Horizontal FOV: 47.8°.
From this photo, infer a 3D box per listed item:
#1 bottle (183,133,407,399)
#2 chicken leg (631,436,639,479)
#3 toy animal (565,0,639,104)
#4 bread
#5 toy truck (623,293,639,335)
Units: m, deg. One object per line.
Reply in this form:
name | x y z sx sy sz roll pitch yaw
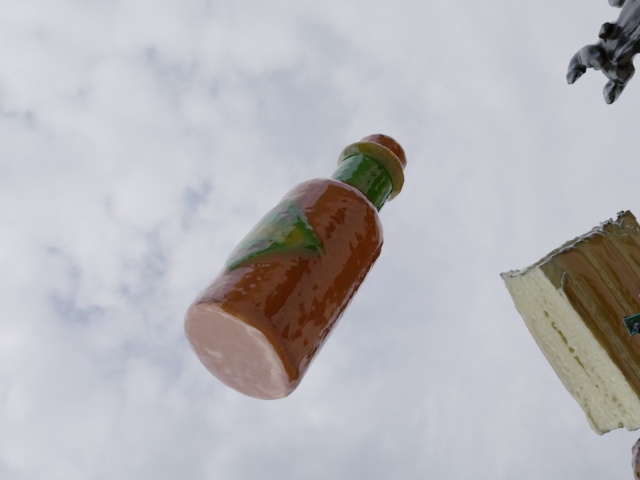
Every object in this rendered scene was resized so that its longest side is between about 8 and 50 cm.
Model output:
bottle | 0.000 0.000 0.406 0.069 0.069 0.187 54 -135 -18
chicken leg | 0.521 0.307 0.905 0.304 0.093 0.113 16 -101 -11
toy animal | 0.257 -0.200 0.493 0.232 0.084 0.148 -62 -12 20
bread | 0.396 0.096 0.971 0.239 0.111 0.246 -24 -103 -37
toy truck | 0.385 0.063 0.610 0.116 0.216 0.110 4 -119 -43
